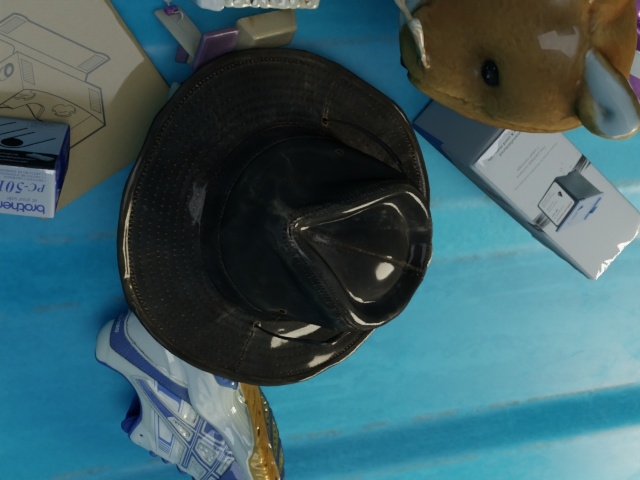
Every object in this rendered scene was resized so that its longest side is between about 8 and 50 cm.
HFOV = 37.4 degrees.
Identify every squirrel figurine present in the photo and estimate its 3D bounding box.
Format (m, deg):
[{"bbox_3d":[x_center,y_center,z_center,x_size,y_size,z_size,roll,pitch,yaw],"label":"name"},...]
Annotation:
[{"bbox_3d":[0.199,-0.259,0.626,0.397,0.281,0.370,-10,113,-1],"label":"squirrel figurine"}]

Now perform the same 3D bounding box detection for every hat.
[{"bbox_3d":[0.000,0.000,0.808,0.331,0.134,0.331,-12,112,-32],"label":"hat"}]

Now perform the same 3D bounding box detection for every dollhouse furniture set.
[{"bbox_3d":[-0.089,-0.181,0.831,0.114,0.081,0.091,-23,155,-37],"label":"dollhouse furniture set"}]

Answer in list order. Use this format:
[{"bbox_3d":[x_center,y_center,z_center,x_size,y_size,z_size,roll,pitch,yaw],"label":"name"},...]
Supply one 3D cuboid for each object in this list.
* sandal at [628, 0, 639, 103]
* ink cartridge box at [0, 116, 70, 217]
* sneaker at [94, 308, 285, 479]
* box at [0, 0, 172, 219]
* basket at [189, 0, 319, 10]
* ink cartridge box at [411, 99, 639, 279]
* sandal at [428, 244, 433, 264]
[{"bbox_3d":[0.325,-0.199,0.839,0.416,0.102,0.169,37,98,-29],"label":"sandal"},{"bbox_3d":[-0.310,-0.067,0.748,0.207,0.097,0.046,5,117,-10],"label":"ink cartridge box"},{"bbox_3d":[-0.124,0.181,0.944,0.131,0.112,0.296,-16,113,6],"label":"sneaker"},{"bbox_3d":[-0.232,-0.136,0.803,0.164,0.021,0.201,-34,119,0],"label":"box"},{"bbox_3d":[-0.051,-0.270,0.747,0.103,0.113,0.167,0,113,-19],"label":"basket"},{"bbox_3d":[0.196,-0.064,0.899,0.191,0.139,0.082,36,97,-28],"label":"ink cartridge box"},{"bbox_3d":[0.034,0.011,0.938,0.179,0.040,0.067,4,112,-19],"label":"sandal"}]
